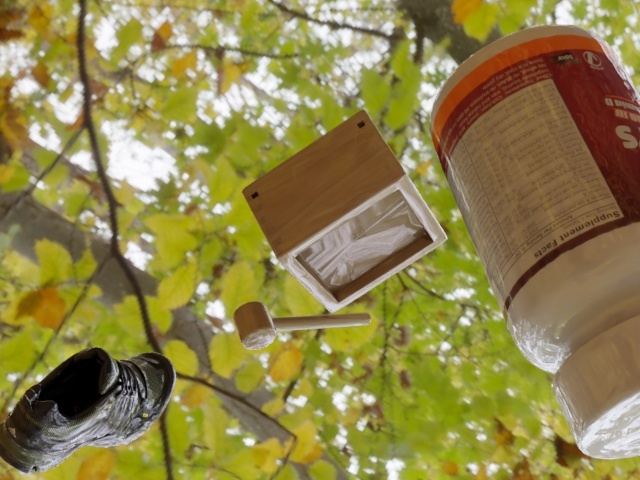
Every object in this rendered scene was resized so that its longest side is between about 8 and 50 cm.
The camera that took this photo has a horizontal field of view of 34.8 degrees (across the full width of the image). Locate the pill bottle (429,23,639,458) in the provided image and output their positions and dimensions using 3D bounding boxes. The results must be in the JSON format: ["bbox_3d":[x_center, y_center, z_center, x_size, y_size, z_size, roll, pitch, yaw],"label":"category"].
[{"bbox_3d":[0.147,-0.003,0.558,0.121,0.121,0.221,-29,-126,17],"label":"pill bottle"}]

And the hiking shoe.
[{"bbox_3d":[-0.217,0.155,1.035,0.086,0.227,0.114,46,-56,14],"label":"hiking shoe"}]

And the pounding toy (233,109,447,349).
[{"bbox_3d":[-0.001,0.007,0.921,0.206,0.181,0.094,-33,-124,6],"label":"pounding toy"}]
